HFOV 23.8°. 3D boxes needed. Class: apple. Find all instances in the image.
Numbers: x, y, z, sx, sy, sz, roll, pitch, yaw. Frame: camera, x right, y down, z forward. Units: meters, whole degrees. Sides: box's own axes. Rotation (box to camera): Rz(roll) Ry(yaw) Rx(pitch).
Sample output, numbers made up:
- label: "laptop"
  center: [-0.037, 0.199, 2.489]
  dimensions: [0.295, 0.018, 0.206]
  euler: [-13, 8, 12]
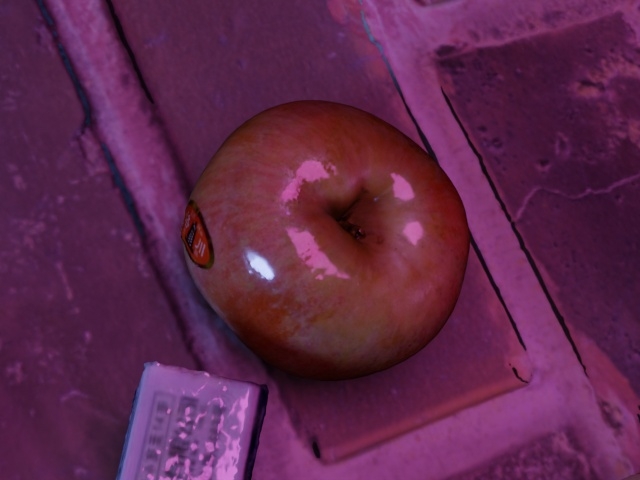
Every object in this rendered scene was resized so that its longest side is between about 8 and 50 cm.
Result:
- label: "apple"
  center: [0.000, 0.000, 1.104]
  dimensions: [0.209, 0.164, 0.209]
  euler: [8, 69, -20]

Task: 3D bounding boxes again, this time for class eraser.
- label: "eraser"
  center: [-0.109, 0.234, 0.995]
  dimensions: [0.086, 0.130, 0.287]
  euler: [14, 66, -8]

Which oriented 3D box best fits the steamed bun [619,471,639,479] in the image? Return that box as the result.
- label: "steamed bun"
  center: [0.400, 0.321, 1.105]
  dimensions: [0.247, 0.189, 0.428]
  euler: [-31, 77, 4]
